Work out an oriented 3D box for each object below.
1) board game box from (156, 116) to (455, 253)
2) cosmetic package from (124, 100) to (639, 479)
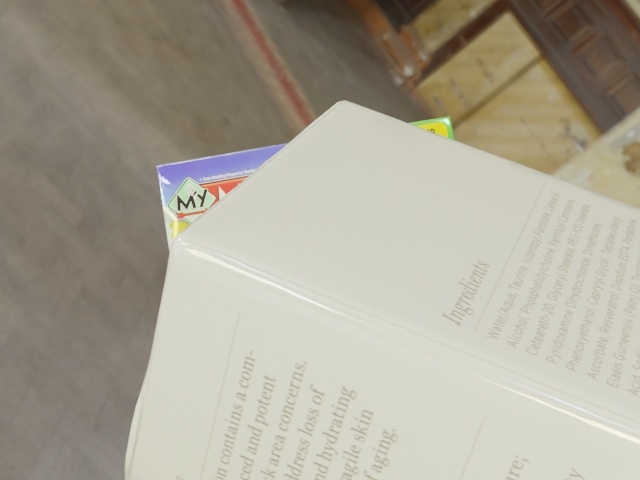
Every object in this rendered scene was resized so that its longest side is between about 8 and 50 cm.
[{"bbox_3d":[0.000,0.000,1.144,0.046,0.317,0.213,89,-9,-82],"label":"board game box"},{"bbox_3d":[0.100,0.141,0.827,0.394,0.329,0.327,22,30,11],"label":"cosmetic package"}]
